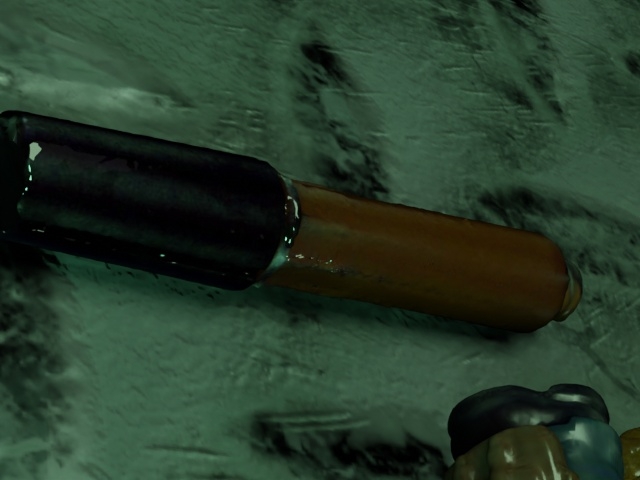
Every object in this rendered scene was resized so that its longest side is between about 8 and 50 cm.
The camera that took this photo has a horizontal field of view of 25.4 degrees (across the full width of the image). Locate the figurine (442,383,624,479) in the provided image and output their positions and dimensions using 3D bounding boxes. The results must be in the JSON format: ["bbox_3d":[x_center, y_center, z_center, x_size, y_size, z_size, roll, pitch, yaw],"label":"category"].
[{"bbox_3d":[0.144,0.221,0.654,0.204,0.185,0.332,5,44,8],"label":"figurine"}]

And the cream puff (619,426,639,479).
[{"bbox_3d":[0.211,0.164,0.846,0.122,0.094,0.116,50,39,3],"label":"cream puff"}]

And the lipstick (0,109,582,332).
[{"bbox_3d":[0.000,0.000,0.830,0.418,0.077,0.077,12,46,-37],"label":"lipstick"}]
